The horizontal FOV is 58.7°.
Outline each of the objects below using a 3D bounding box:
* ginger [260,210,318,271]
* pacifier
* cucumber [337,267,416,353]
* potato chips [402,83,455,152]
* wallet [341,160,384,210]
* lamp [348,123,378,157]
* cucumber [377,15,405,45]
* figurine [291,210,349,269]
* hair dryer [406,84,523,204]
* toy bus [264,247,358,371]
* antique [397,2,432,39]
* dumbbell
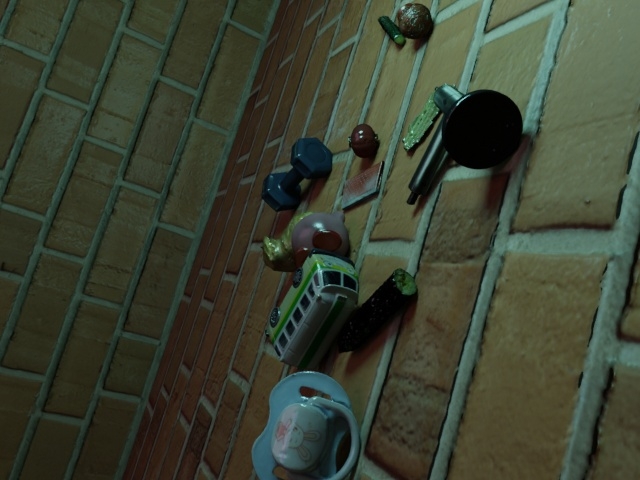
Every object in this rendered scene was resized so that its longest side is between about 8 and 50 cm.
[{"bbox_3d":[-0.081,0.015,1.834,0.267,0.152,0.138,-39,35,18],"label":"ginger"},{"bbox_3d":[-0.023,0.456,1.340,0.226,0.238,0.287,65,-141,-78],"label":"pacifier"},{"bbox_3d":[0.119,0.177,1.341,0.300,0.072,0.072,-52,29,37],"label":"cucumber"},{"bbox_3d":[0.270,-0.323,1.463,0.207,0.028,0.092,-59,27,28],"label":"potato chips"},{"bbox_3d":[0.121,-0.160,1.676,0.196,0.020,0.103,-25,50,59],"label":"wallet"},{"bbox_3d":[0.127,-0.294,1.685,0.101,0.090,0.101,-2,-90,-81],"label":"lamp"},{"bbox_3d":[0.227,-0.687,1.841,0.044,0.043,0.257,-53,27,25],"label":"cucumber"},{"bbox_3d":[0.000,0.000,1.633,0.173,0.173,0.173,-48,31,42],"label":"figurine"},{"bbox_3d":[0.300,-0.194,1.260,0.320,0.155,0.284,-102,16,-72],"label":"hair dryer"},{"bbox_3d":[-0.016,0.193,1.541,0.305,0.143,0.179,-60,27,20],"label":"toy bus"},{"bbox_3d":[0.270,-0.623,1.623,0.104,0.104,0.104,-48,31,42],"label":"antique"},{"bbox_3d":[-0.090,-0.232,2.048,0.316,0.143,0.156,-41,37,49],"label":"dumbbell"}]
